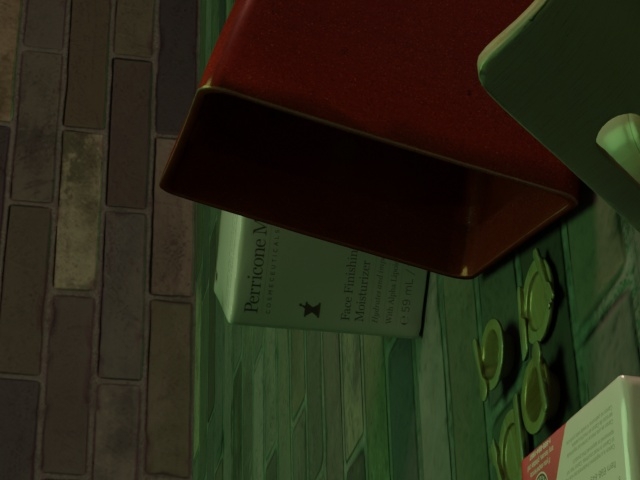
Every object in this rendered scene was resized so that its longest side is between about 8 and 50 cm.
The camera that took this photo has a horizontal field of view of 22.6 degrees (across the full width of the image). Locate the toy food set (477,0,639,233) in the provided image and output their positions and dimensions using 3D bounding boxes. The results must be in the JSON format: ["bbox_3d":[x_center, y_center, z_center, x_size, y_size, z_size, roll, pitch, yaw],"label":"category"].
[{"bbox_3d":[0.131,-0.146,0.797,0.092,0.219,0.306,-28,47,28],"label":"toy food set"}]

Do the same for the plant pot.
[{"bbox_3d":[0.050,-0.140,1.203,0.267,0.267,0.236,131,155,-72],"label":"plant pot"}]

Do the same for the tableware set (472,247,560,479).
[{"bbox_3d":[0.144,0.099,1.168,0.169,0.020,0.141,108,163,-52],"label":"tableware set"}]

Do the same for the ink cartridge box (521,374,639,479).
[{"bbox_3d":[0.170,0.197,0.803,0.158,0.092,0.218,117,157,-64],"label":"ink cartridge box"}]

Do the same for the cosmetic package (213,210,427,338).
[{"bbox_3d":[0.000,0.000,1.528,0.151,0.183,0.151,-136,51,-76],"label":"cosmetic package"}]
